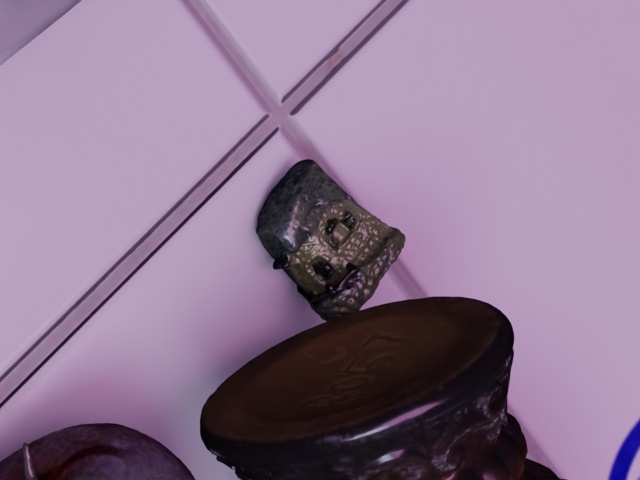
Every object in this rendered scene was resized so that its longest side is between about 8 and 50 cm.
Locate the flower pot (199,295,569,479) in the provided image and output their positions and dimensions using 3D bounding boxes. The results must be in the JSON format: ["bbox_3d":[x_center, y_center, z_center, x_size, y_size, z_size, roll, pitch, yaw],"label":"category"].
[{"bbox_3d":[0.060,0.190,0.917,0.267,0.267,0.267,-29,108,-27],"label":"flower pot"}]

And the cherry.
[{"bbox_3d":[-0.136,0.191,0.876,0.176,0.140,0.176,-4,97,-38],"label":"cherry"}]

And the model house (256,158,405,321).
[{"bbox_3d":[0.000,0.000,0.997,0.083,0.066,0.078,44,73,-22],"label":"model house"}]

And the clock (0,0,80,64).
[{"bbox_3d":[-0.177,-0.234,0.813,0.231,0.116,0.262,58,46,-20],"label":"clock"}]
